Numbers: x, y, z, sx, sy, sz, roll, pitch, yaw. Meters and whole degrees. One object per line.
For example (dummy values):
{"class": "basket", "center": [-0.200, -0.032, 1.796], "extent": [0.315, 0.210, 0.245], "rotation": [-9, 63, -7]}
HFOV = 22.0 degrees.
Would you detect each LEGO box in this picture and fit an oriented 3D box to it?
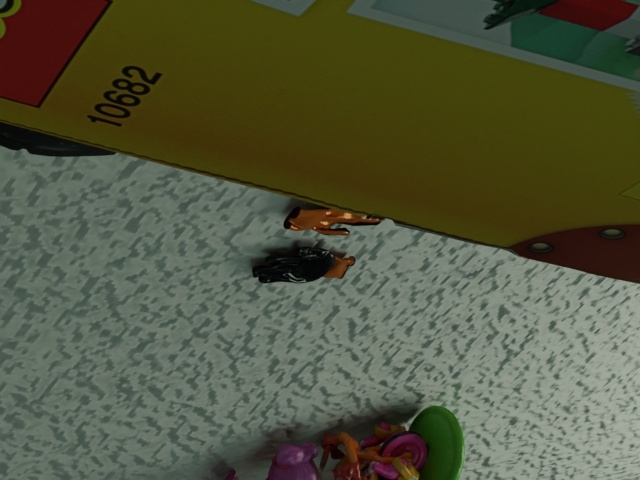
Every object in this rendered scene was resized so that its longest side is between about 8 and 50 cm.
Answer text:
{"class": "LEGO box", "center": [0.053, -0.187, 0.312], "extent": [0.372, 0.193, 0.500], "rotation": [15, 156, -21]}

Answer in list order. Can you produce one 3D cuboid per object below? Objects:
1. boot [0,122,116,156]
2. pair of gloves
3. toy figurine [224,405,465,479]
{"class": "boot", "center": [0.015, -0.144, 0.687], "extent": [0.338, 0.118, 0.223], "rotation": [-9, 141, -33]}
{"class": "pair of gloves", "center": [0.000, 0.000, 0.987], "extent": [0.074, 0.010, 0.083], "rotation": [-2, 145, -36]}
{"class": "toy figurine", "center": [0.004, 0.192, 1.203], "extent": [0.159, 0.130, 0.173], "rotation": [11, 113, -32]}
